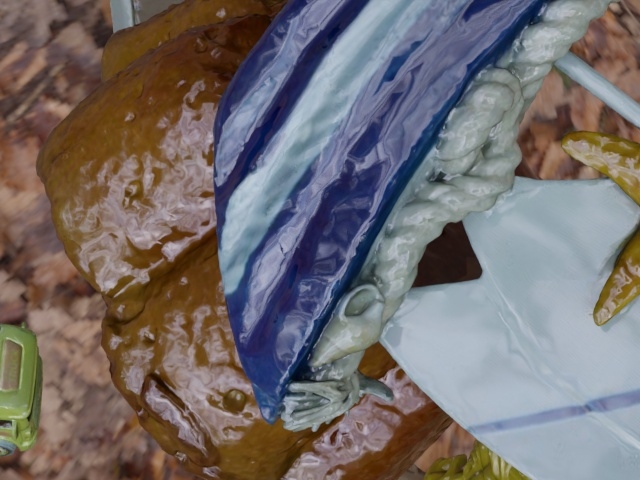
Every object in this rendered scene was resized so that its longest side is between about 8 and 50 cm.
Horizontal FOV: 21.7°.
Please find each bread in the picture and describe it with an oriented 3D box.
[{"bbox_3d":[-0.010,-0.008,0.710,0.135,0.246,0.232,-39,83,33],"label":"bread"}]

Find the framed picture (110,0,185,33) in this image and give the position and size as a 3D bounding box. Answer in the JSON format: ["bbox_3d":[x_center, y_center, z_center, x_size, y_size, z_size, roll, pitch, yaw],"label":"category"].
[{"bbox_3d":[-0.022,-0.065,0.997,0.216,0.016,0.273,15,134,16],"label":"framed picture"}]

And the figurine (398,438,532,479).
[{"bbox_3d":[0.132,0.216,1.439,0.315,0.168,0.187,-30,83,40],"label":"figurine"}]

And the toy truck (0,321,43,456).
[{"bbox_3d":[-0.253,0.080,1.013,0.168,0.100,0.077,6,65,-8],"label":"toy truck"}]

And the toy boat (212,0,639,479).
[{"bbox_3d":[0.111,0.017,0.484,0.291,0.067,0.220,41,85,9],"label":"toy boat"}]
